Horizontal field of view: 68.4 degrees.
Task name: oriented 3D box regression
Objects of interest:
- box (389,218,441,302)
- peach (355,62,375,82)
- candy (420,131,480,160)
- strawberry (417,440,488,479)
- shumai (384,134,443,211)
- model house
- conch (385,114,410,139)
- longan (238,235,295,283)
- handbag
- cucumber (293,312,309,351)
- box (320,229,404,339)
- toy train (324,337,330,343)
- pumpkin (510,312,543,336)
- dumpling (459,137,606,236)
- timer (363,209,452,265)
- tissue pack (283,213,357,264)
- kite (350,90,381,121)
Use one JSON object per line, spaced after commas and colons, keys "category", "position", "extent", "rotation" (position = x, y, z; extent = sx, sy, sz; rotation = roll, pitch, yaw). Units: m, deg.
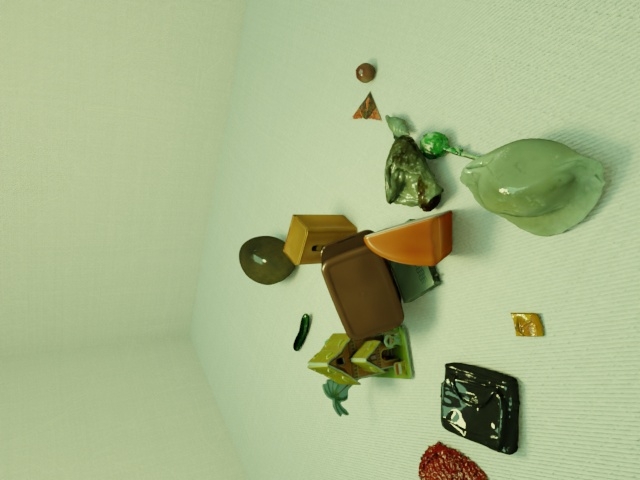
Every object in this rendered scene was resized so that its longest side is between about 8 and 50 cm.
{"category": "box", "position": [0.340, 0.077, 1.770], "extent": [0.211, 0.045, 0.271], "rotation": [-47, 52, 48]}
{"category": "peach", "position": [0.186, -0.700, 1.966], "extent": [0.083, 0.083, 0.083], "rotation": [3, 93, 58]}
{"category": "candy", "position": [0.465, -0.290, 1.554], "extent": [0.323, 0.097, 0.097], "rotation": [30, 116, 44]}
{"category": "strawberry", "position": [0.425, 0.800, 1.600], "extent": [0.286, 0.106, 0.189], "rotation": [-18, 77, 56]}
{"category": "shumai", "position": [0.346, -0.241, 1.678], "extent": [0.203, 0.222, 0.272], "rotation": [5, 87, 21]}
{"category": "model house", "position": [0.143, 0.522, 1.836], "extent": [0.300, 0.323, 0.341], "rotation": [-21, 73, 57]}
{"category": "conch", "position": [0.301, -0.433, 1.815], "extent": [0.065, 0.088, 0.180], "rotation": [-35, 41, 2]}
{"category": "longan", "position": [-0.290, 0.105, 2.569], "extent": [0.350, 0.288, 0.289], "rotation": [9, 98, 49]}
{"category": "handbag", "position": [0.499, 0.525, 1.502], "extent": [0.275, 0.088, 0.245], "rotation": [1, 88, 59]}
{"category": "cucumber", "position": [-0.099, 0.490, 2.472], "extent": [0.056, 0.056, 0.285], "rotation": [53, 138, 43]}
{"category": "box", "position": [0.154, 0.164, 1.733], "extent": [0.229, 0.239, 0.340], "rotation": [-77, -34, -78]}
{"category": "toy train", "position": [0.052, 0.514, 2.258], "extent": [0.045, 0.029, 0.092], "rotation": [-42, 59, 31]}
{"category": "pumpkin", "position": [0.597, 0.245, 1.379], "extent": [0.101, 0.035, 0.073], "rotation": [-21, 71, 58]}
{"category": "dumpling", "position": [0.548, -0.146, 1.287], "extent": [0.321, 0.211, 0.270], "rotation": [-127, 43, -58]}
{"category": "timer", "position": [0.300, -0.012, 1.582], "extent": [0.249, 0.257, 0.162], "rotation": [1, 99, 27]}
{"category": "tissue pack", "position": [0.000, 0.000, 2.093], "extent": [0.145, 0.274, 0.195], "rotation": [49, 131, 45]}
{"category": "kite", "position": [0.202, -0.573, 2.006], "extent": [0.222, 0.008, 0.125], "rotation": [27, 113, 55]}
